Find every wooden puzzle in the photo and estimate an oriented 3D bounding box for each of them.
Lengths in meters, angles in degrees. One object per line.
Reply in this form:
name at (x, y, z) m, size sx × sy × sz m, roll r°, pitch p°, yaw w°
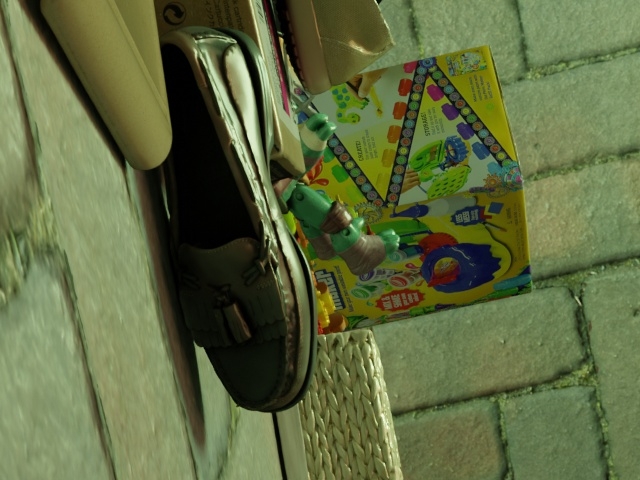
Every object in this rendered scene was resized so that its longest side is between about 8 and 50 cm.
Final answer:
wooden puzzle at (-0.135, -0.189, 0.953) m, size 0.221 × 0.044 × 0.238 m, roll 70°, pitch 14°, yaw -66°

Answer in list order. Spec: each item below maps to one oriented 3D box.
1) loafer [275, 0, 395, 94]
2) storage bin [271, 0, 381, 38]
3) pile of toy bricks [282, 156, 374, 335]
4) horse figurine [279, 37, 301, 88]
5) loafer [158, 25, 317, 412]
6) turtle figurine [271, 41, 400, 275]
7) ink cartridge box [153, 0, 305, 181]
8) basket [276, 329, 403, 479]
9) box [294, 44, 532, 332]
loafer at (0.000, -0.250, 1.258) m, size 0.102 × 0.092 × 0.268 m, roll -122°, pitch -160°, yaw -62°
storage bin at (-0.029, -0.255, 1.422) m, size 0.180 × 0.122 × 0.084 m, roll 24°, pitch 23°, yaw -46°
pile of toy bricks at (0.000, 0.000, 1.586) m, size 0.118 × 0.105 × 0.212 m, roll 74°, pitch -2°, yaw -61°
horse figurine at (-0.052, -0.199, 1.814) m, size 0.263 × 0.066 × 0.174 m, roll 64°, pitch 3°, yaw -46°
loafer at (-0.071, -0.013, 1.078) m, size 0.084 × 0.096 × 0.267 m, roll -2°, pitch 81°, yaw -65°
turtle figurine at (-0.030, -0.074, 1.438) m, size 0.234 × 0.118 × 0.175 m, roll 53°, pitch 5°, yaw -26°
ink cartridge box at (-0.082, -0.160, 1.229) m, size 0.193 × 0.088 × 0.234 m, roll 9°, pitch 68°, yaw -85°
basket at (0.015, 0.173, 1.511) m, size 0.113 × 0.103 × 0.167 m, roll 69°, pitch 10°, yaw -72°
box at (0.083, -0.047, 1.820) m, size 0.290 × 0.279 × 0.177 m, roll 69°, pitch 10°, yaw -63°
